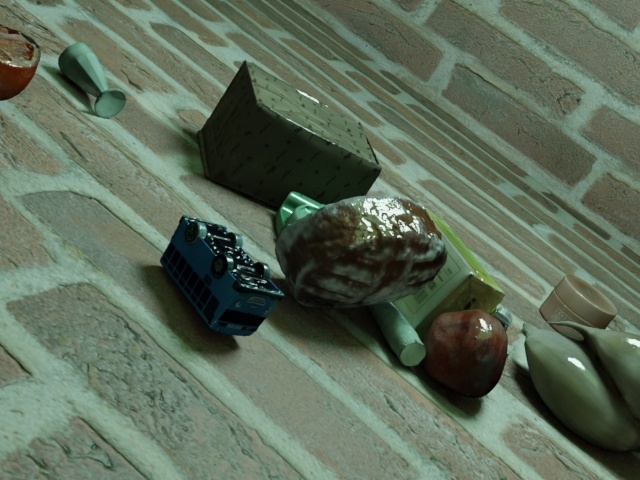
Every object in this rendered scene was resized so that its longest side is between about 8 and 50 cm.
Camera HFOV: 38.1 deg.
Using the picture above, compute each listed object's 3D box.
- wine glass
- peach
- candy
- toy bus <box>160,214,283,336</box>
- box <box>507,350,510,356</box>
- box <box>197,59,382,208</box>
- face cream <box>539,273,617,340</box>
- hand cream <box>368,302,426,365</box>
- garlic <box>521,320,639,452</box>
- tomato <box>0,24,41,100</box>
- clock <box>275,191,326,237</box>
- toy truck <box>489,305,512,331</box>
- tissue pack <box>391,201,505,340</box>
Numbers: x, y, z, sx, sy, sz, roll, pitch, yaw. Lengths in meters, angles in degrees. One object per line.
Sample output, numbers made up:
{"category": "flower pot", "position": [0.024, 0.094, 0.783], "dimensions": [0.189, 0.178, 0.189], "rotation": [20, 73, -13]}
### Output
{"category": "wine glass", "position": [-0.426, -0.297, 1.724], "dimensions": [0.073, 0.073, 0.155], "rotation": [8, 36, -50]}
{"category": "peach", "position": [0.242, 0.197, 1.550], "dimensions": [0.152, 0.152, 0.152], "rotation": [29, 21, -12]}
{"category": "candy", "position": [0.072, 0.025, 1.516], "dimensions": [0.290, 0.214, 0.157], "rotation": [-3, 54, -33]}
{"category": "toy bus", "position": [-0.143, 0.052, 1.310], "dimensions": [0.090, 0.106, 0.184], "rotation": [18, 20, -44]}
{"category": "box", "position": [0.268, 0.159, 1.778], "dimensions": [0.218, 0.039, 0.055], "rotation": [46, 22, 29]}
{"category": "box", "position": [-0.065, -0.183, 1.838], "dimensions": [0.297, 0.190, 0.225], "rotation": [24, 24, -24]}
{"category": "face cream", "position": [0.606, 0.164, 2.179], "dimensions": [0.149, 0.104, 0.149], "rotation": [29, 21, -12]}
{"category": "hand cream", "position": [0.122, 0.139, 1.598], "dimensions": [0.078, 0.050, 0.205], "rotation": [32, 15, -32]}
{"category": "garlic", "position": [0.535, 0.239, 1.735], "dimensions": [0.340, 0.231, 0.246], "rotation": [46, 26, 15]}
{"category": "tomato", "position": [-0.566, -0.295, 1.475], "dimensions": [0.237, 0.095, 0.236], "rotation": [25, 22, -11]}
{"category": "clock", "position": [0.000, 0.000, 1.700], "dimensions": [0.159, 0.066, 0.211], "rotation": [26, 22, -17]}
{"category": "toy truck", "position": [0.304, 0.131, 1.745], "dimensions": [0.123, 0.063, 0.052], "rotation": [37, 20, 8]}
{"category": "tissue pack", "position": [0.204, 0.067, 1.702], "dimensions": [0.125, 0.159, 0.234], "rotation": [32, 17, -38]}
